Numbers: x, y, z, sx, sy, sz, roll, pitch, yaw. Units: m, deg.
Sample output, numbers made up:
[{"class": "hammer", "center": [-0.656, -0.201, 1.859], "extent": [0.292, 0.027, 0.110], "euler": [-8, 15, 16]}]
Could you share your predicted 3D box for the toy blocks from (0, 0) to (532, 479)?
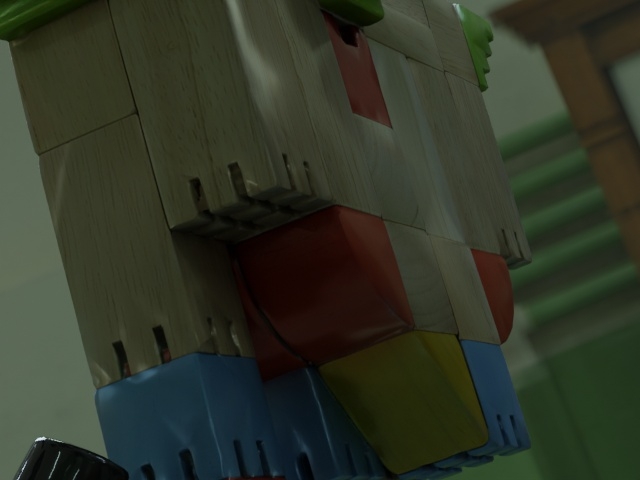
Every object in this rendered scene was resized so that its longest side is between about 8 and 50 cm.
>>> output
[{"class": "toy blocks", "center": [0.000, 0.000, 0.848], "extent": [0.191, 0.261, 0.381], "euler": [-21, -15, 22]}]

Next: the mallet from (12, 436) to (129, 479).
[{"class": "mallet", "center": [-0.161, 0.081, 0.641], "extent": [0.190, 0.062, 0.039], "euler": [15, -12, -12]}]
